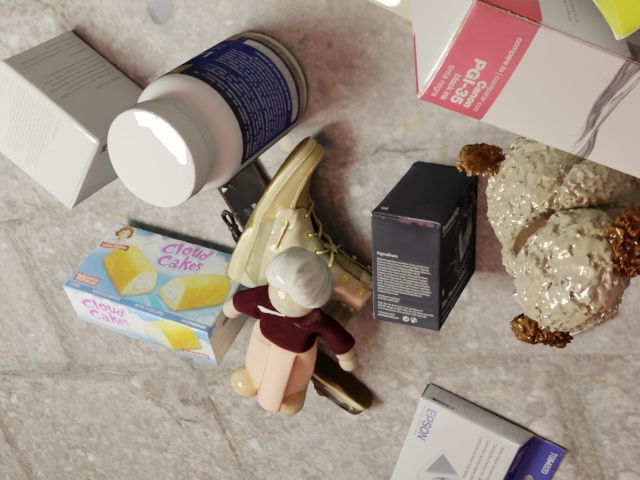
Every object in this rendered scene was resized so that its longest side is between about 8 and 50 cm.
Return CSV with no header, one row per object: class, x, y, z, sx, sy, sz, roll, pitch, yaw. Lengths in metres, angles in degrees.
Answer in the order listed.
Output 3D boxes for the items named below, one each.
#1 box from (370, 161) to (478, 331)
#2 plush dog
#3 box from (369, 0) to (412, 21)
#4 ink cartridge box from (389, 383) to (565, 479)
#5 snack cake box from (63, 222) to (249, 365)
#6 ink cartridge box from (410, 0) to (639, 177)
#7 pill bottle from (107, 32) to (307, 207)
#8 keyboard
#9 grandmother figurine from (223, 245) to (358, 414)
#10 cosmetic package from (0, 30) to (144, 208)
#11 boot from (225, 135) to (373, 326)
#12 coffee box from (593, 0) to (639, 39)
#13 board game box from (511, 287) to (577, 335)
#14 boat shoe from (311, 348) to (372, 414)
box,0.135,0.005,1.129,0.093,0.156,0.158,10,123,24
plush dog,0.265,-0.008,0.965,0.210,0.225,0.262,14,133,-24
box,0.061,-0.343,0.998,0.275,0.094,0.113,30,129,10
ink cartridge box,0.232,0.353,1.360,0.223,0.045,0.223,24,127,15
snack cake box,-0.243,0.079,1.384,0.264,0.152,0.089,15,142,21
ink cartridge box,0.240,-0.188,0.855,0.282,0.207,0.117,18,131,-13
pill bottle,-0.138,-0.154,1.116,0.153,0.265,0.153,14,124,22
keyboard,-0.099,-0.034,1.327,0.108,0.023,0.180,-22,105,31
grandmother figurine,-0.043,0.129,1.233,0.207,0.104,0.342,15,143,2
cosmetic package,-0.369,-0.179,1.306,0.183,0.151,0.151,40,130,4
boot,0.000,0.000,1.240,0.203,0.095,0.262,30,121,0
coffee box,0.306,-0.414,0.656,0.337,0.334,0.338,-30,101,39
board game box,0.315,0.083,1.163,0.090,0.020,0.090,-35,98,39
boat shoe,0.011,0.225,1.401,0.152,0.056,0.049,40,125,2
